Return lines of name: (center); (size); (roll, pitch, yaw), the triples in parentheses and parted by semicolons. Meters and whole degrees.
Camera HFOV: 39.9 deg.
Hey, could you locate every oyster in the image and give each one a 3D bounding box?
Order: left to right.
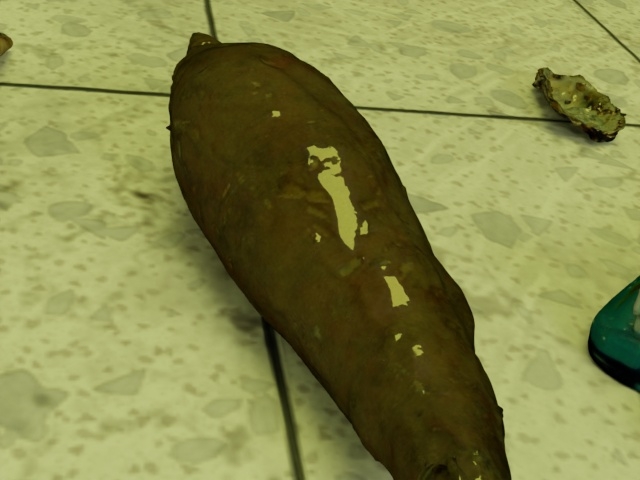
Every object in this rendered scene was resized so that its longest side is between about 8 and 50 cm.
oyster: (0.250, -0.136, 0.865); (0.086, 0.029, 0.132); (18, 32, 0)

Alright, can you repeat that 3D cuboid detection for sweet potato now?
sweet potato: (0.003, 0.004, 0.518); (0.131, 0.130, 0.422); (-7, 44, -24)

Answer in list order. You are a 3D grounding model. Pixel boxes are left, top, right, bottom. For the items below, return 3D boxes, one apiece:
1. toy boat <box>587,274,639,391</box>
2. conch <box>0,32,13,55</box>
toy boat: (0.311, 0.020, 0.610); (0.134, 0.092, 0.299); (32, 40, 32)
conch: (-0.283, -0.105, 0.633); (0.109, 0.093, 0.330); (-9, 15, 1)
